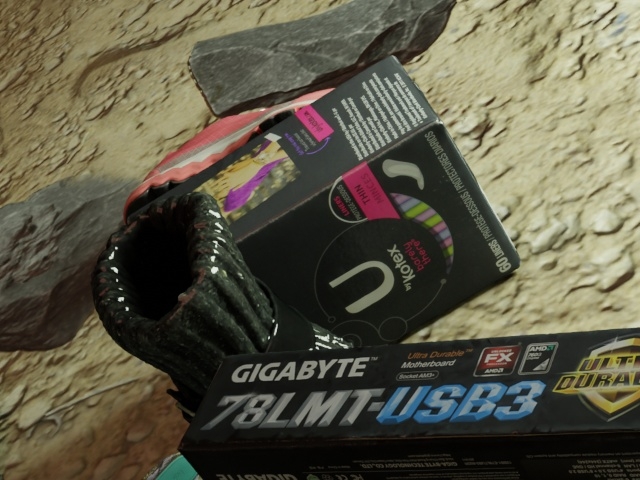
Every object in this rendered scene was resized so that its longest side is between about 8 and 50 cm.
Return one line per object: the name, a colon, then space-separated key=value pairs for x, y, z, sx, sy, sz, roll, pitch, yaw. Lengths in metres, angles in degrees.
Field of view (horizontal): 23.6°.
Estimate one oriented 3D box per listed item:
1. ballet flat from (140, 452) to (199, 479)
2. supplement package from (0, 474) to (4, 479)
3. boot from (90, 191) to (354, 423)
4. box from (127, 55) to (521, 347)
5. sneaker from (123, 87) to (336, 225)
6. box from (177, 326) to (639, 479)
ballet flat: x=-0.143 y=0.215 z=1.232 sx=0.114 sy=0.041 sz=0.041 roll=-42 pitch=32 yaw=-14
supplement package: x=-0.246 y=0.292 z=0.970 sx=0.204 sy=0.262 sz=0.145 roll=-36 pitch=-10 yaw=-3
boot: x=-0.002 y=0.110 z=1.022 sx=0.131 sy=0.260 sz=0.348 roll=-46 pitch=33 yaw=-20
box: x=0.000 y=0.000 z=1.265 sx=0.270 sy=0.165 sz=0.143 roll=-31 pitch=31 yaw=5
sneaker: x=-0.052 y=-0.095 z=1.496 sx=0.314 sy=0.116 sz=0.136 roll=-20 pitch=32 yaw=22
box: x=0.119 y=0.171 z=0.795 sx=0.296 sy=0.293 sz=0.073 roll=-8 pitch=41 yaw=37
